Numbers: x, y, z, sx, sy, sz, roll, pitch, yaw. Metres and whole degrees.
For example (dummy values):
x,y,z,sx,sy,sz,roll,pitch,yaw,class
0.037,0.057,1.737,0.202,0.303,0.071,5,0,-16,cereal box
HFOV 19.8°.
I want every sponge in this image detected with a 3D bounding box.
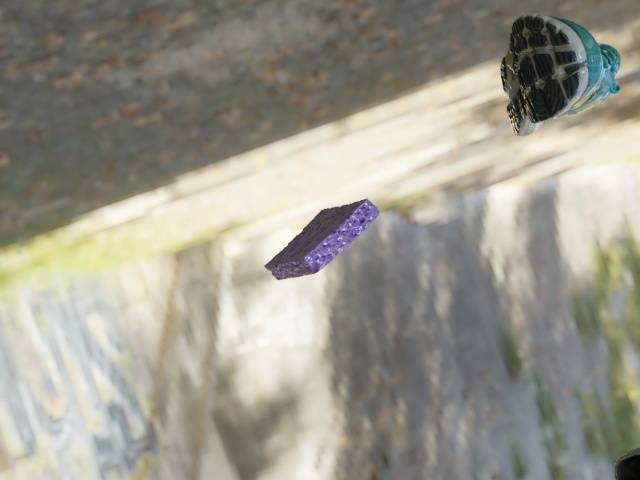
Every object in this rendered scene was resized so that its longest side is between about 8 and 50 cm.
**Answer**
x,y,z,sx,sy,sz,roll,pitch,yaw,class
0.000,0.000,2.383,0.117,0.031,0.210,-44,-172,-14,sponge

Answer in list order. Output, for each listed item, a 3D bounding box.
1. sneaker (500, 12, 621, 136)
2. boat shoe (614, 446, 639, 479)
x,y,z,sx,sy,sz,roll,pitch,yaw,class
0.246,-0.174,1.824,0.110,0.107,0.275,-13,178,-1,sneaker
0.382,0.257,1.941,0.081,0.079,0.227,1,177,-17,boat shoe
